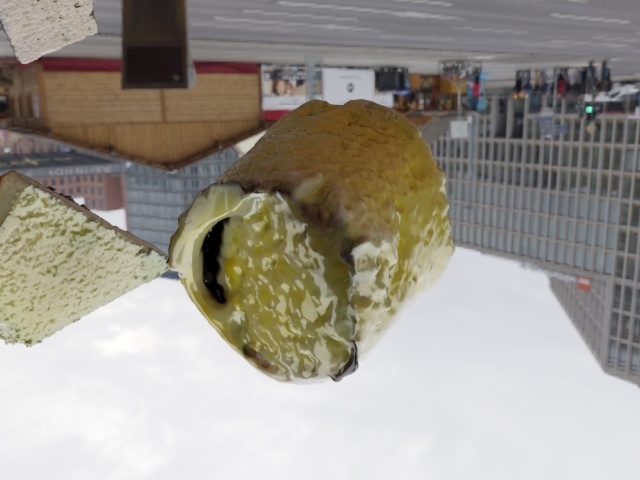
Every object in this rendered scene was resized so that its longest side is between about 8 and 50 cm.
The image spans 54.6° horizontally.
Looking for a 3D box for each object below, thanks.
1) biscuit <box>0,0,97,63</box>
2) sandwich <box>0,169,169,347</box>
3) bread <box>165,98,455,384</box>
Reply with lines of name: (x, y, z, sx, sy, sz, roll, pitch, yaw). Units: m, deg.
biscuit: (-0.374, -0.324, 0.841, 0.131, 0.026, 0.237, -34, 178, -18)
sandwich: (-0.268, 0.042, 0.632, 0.058, 0.162, 0.193, 29, 176, 42)
bread: (-0.003, -0.001, 0.475, 0.197, 0.197, 0.170, 4, -155, 22)
